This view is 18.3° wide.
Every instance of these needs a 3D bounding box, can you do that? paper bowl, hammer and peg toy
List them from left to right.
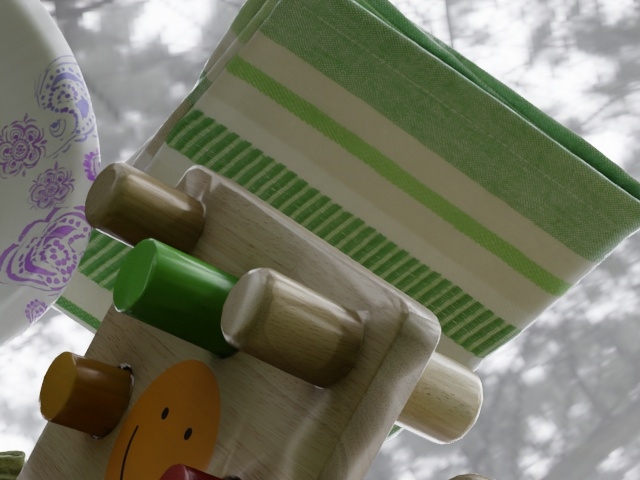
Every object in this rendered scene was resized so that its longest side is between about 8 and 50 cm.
[{"bbox_3d":[-0.278,-0.044,1.115,0.148,0.284,0.284,-31,-97,50],"label":"paper bowl"},{"bbox_3d":[-0.049,0.125,0.876,0.266,0.127,0.361,-61,-150,4],"label":"hammer and peg toy"}]

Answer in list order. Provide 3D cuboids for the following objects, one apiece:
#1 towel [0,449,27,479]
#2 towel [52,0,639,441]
[{"bbox_3d":[-0.226,0.189,1.183,0.110,0.027,0.148,7,-71,-1],"label":"towel"},{"bbox_3d":[0.000,0.000,1.161,0.248,0.038,0.325,35,-50,-10],"label":"towel"}]
